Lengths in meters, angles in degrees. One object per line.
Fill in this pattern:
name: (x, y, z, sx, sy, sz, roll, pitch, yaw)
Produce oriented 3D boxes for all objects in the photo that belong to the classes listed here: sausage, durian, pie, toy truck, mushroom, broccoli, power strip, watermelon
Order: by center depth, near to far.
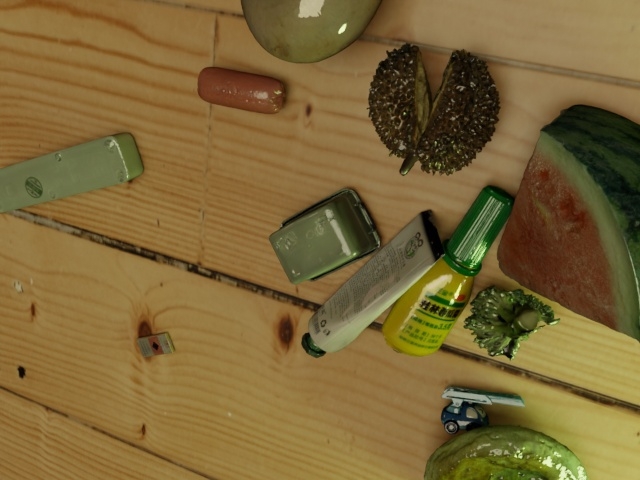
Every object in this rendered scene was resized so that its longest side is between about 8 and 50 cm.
watermelon: (0.349, -0.013, 0.804, 0.292, 0.250, 0.283, -43, 83, 24)
durian: (0.152, -0.178, 0.866, 0.196, 0.167, 0.196, -10, 68, 26)
mushroom: (-0.008, -0.360, 0.884, 0.226, 0.178, 0.226, -6, 72, 20)
broccoli: (0.287, 0.118, 0.904, 0.122, 0.204, 0.118, 38, 86, 8)
sausage: (-0.131, -0.250, 1.023, 0.154, 0.062, 0.062, 14, 112, 17)
pie: (0.305, 0.411, 1.028, 0.277, 0.078, 0.277, 4, 124, 5)
toy truck: (0.275, 0.295, 1.046, 0.136, 0.063, 0.074, 4, 93, 16)
power strip: (-0.527, -0.130, 1.229, 0.385, 0.062, 0.091, -10, 104, 24)

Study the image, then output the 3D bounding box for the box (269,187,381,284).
box: (0.000, 0.000, 1.032, 0.172, 0.093, 0.124, -28, 90, 28)

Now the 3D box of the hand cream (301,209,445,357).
hand cream: (0.082, 0.087, 1.031, 0.076, 0.121, 0.336, 26, 125, -26)

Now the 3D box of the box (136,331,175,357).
box: (-0.351, 0.222, 1.303, 0.083, 0.012, 0.046, -13, 101, 27)

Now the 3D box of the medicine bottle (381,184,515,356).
medicine bottle: (0.206, 0.052, 0.976, 0.111, 0.076, 0.309, 17, 114, -24)
